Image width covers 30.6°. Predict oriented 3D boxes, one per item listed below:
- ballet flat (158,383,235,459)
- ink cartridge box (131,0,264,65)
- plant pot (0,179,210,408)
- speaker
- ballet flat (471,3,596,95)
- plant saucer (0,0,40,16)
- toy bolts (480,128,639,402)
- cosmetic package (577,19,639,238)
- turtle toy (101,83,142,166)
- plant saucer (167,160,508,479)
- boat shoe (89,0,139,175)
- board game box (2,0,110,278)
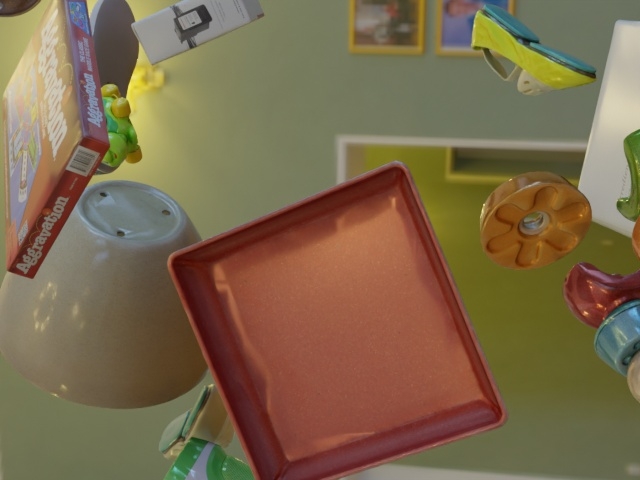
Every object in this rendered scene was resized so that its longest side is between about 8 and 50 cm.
[{"bbox_3d":[-0.158,0.260,1.618,0.248,0.086,0.086,135,146,-63],"label":"ballet flat"},{"bbox_3d":[-0.161,-0.293,1.554,0.109,0.150,0.063,-67,-46,-73],"label":"ink cartridge box"},{"bbox_3d":[-0.248,0.039,1.437,0.284,0.284,0.191,-70,-2,-57],"label":"plant pot"},{"bbox_3d":[-0.064,0.369,1.472,0.131,0.296,0.131,-59,-1,-2],"label":"speaker"},{"bbox_3d":[0.275,-0.237,1.546,0.231,0.077,0.077,47,121,45],"label":"ballet flat"},{"bbox_3d":[-0.469,-0.419,1.676,0.036,0.198,0.199,-62,-27,-54],"label":"plant saucer"},{"bbox_3d":[0.263,0.045,1.025,0.158,0.218,0.228,-104,2,-47],"label":"toy bolts"},{"bbox_3d":[0.625,-0.139,1.735,0.394,0.329,0.327,-133,52,-75],"label":"cosmetic package"},{"bbox_3d":[-0.275,-0.140,1.527,0.130,0.066,0.095,-131,26,-52],"label":"turtle toy"},{"bbox_3d":[0.017,0.086,1.104,0.258,0.259,0.048,68,-160,-2],"label":"plant saucer"},{"bbox_3d":[-0.378,-0.257,1.949,0.113,0.105,0.306,9,-99,-55],"label":"boat shoe"},{"bbox_3d":[-0.239,-0.108,1.030,0.145,0.027,0.281,-54,32,24],"label":"board game box"}]
